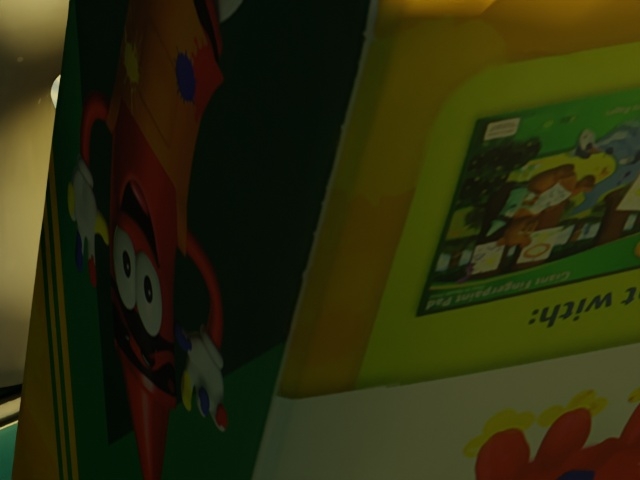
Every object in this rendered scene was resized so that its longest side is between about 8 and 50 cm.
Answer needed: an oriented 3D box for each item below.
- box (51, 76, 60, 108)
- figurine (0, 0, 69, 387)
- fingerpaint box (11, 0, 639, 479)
[{"bbox_3d":[-0.121,-0.053,0.880,0.136,0.028,0.081,-13,48,-24],"label":"box"},{"bbox_3d":[-0.176,-0.052,0.730,0.215,0.209,0.092,9,43,-6],"label":"figurine"},{"bbox_3d":[0.140,-0.017,0.656,0.445,0.371,0.163,-12,50,-24],"label":"fingerpaint box"}]
